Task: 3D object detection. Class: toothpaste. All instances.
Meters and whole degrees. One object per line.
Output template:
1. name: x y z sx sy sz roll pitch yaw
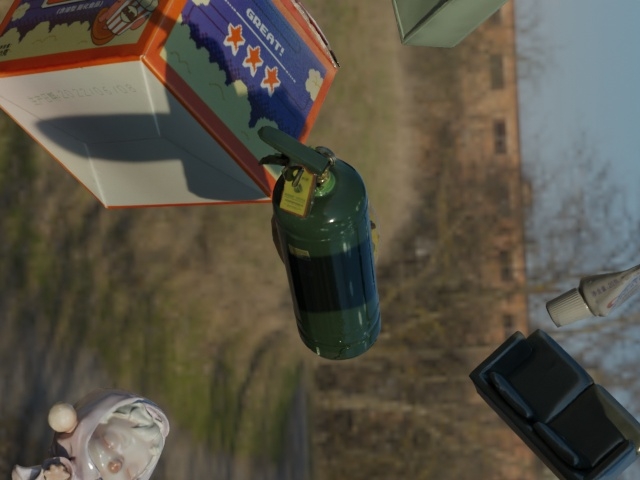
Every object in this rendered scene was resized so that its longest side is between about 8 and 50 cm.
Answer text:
1. toothpaste: 0.465 0.056 2.164 0.068 0.282 0.099 64 13 -11

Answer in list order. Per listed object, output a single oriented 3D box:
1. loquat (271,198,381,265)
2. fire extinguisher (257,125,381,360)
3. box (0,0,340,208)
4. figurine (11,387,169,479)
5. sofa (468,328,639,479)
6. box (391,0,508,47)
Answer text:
1. loquat: 0.016 -0.011 2.172 0.204 0.149 0.172 15 -51 53
2. fire extinguisher: 0.000 0.000 1.506 0.095 0.114 0.311 -59 159 -30
3. box: -0.220 -0.235 2.030 0.318 0.348 0.257 48 54 -38
4. figurine: -0.303 0.292 1.859 0.276 0.133 0.200 -45 114 -31
5. sofa: 0.206 0.143 1.268 0.147 0.085 0.060 47 -8 29
6. box: 0.185 -0.358 1.900 0.225 0.086 0.129 -37 -120 53
